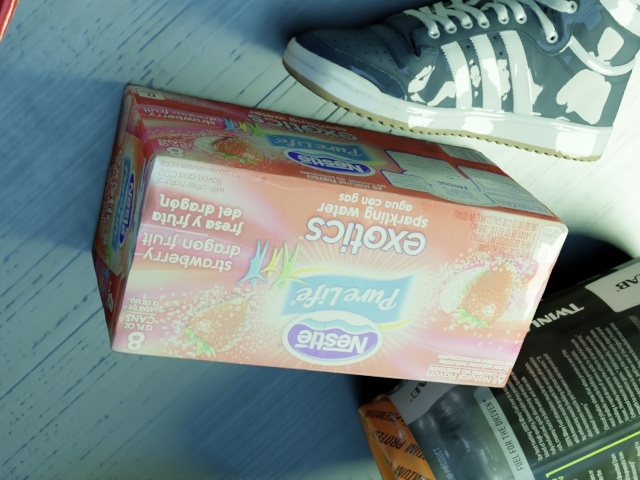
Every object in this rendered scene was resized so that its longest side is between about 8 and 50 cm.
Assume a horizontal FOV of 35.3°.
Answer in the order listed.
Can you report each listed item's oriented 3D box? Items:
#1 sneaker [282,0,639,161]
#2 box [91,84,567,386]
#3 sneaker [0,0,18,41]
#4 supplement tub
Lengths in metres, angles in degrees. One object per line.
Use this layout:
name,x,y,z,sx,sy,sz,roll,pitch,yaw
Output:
sneaker,0.117,-0.154,0.722,0.282,0.099,0.153,7,117,-28
box,0.000,0.000,0.730,0.300,0.154,0.142,8,112,-22
sneaker,-0.235,-0.132,0.567,0.087,0.128,0.221,32,130,-29
supplement tub,0.204,0.145,0.842,0.316,0.193,0.193,-22,119,-7
